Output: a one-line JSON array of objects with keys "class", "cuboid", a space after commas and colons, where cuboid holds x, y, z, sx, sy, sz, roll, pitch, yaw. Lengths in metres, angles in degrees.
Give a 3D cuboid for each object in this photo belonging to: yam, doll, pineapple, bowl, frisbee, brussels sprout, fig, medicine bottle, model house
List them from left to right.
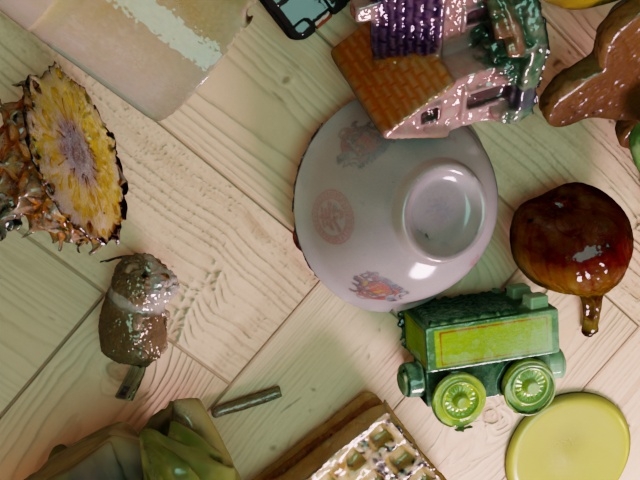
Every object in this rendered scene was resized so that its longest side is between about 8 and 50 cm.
[{"class": "pineapple", "cuboid": [-0.434, -0.077, 1.484, 0.272, 0.262, 0.262, -16, 111, 16]}, {"class": "medicine bottle", "cuboid": [-0.303, -0.359, 1.397, 0.406, 0.236, 0.235, 37, 95, -21]}, {"class": "brussels sprout", "cuboid": [-0.278, 0.463, 1.572, 0.425, 0.342, 0.361, -29, 97, 3]}, {"class": "doll", "cuboid": [-0.269, 0.124, 1.618, 0.115, 0.105, 0.221, 12, 107, 21]}, {"class": "yam", "cuboid": [-0.116, 0.256, 1.740, 0.116, 0.021, 0.021, -17, 109, -10]}, {"class": "bowl", "cuboid": [0.145, -0.050, 1.609, 0.345, 0.157, 0.345, -4, 100, -24]}, {"class": "model house", "cuboid": [0.157, -0.266, 1.509, 0.237, 0.202, 0.237, -19, 149, -11]}, {"class": "frisbee", "cuboid": [0.433, 0.372, 1.911, 0.236, 0.017, 0.236, -4, 106, -12]}, {"class": "fig", "cuboid": [0.406, 0.025, 1.758, 0.190, 0.190, 0.290, -39, 151, 0]}]

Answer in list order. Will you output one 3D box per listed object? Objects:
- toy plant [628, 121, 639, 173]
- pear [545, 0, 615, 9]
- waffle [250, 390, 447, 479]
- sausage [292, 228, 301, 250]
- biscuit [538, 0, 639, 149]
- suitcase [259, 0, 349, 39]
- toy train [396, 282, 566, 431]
[{"class": "toy plant", "cuboid": [0.649, -0.105, 1.717, 0.356, 0.210, 0.317, -22, 116, -7]}, {"class": "pear", "cuboid": [0.376, -0.480, 1.490, 0.285, 0.285, 0.336, -12, 135, -10]}, {"class": "waffle", "cuboid": [0.020, 0.449, 1.781, 0.376, 0.114, 0.261, -38, 110, -1]}, {"class": "sausage", "cuboid": [0.000, 0.000, 1.674, 0.094, 0.059, 0.054, 34, 53, -21]}, {"class": "biscuit", "cuboid": [0.527, -0.249, 1.665, 0.432, 0.064, 0.283, 2, 143, -34]}, {"class": "suitcase", "cuboid": [0.013, -0.441, 1.541, 0.285, 0.066, 0.206, -39, 111, 0]}, {"class": "toy train", "cuboid": [0.253, 0.178, 1.738, 0.272, 0.159, 0.188, -7, 103, -10]}]
